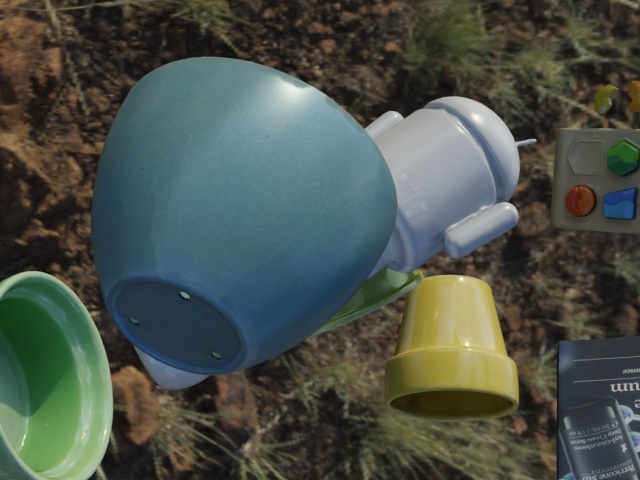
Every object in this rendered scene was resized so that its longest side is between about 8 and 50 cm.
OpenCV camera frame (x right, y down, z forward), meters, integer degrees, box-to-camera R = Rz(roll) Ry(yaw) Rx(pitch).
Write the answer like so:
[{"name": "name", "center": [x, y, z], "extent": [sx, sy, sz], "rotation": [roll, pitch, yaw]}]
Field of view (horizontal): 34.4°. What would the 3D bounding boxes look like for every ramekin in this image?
[{"name": "ramekin", "center": [-0.431, 0.206, 1.437], "extent": [0.303, 0.148, 0.303], "rotation": [-14, 90, -73]}]

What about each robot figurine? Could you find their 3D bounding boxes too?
[{"name": "robot figurine", "center": [0.161, -0.087, 1.582], "extent": [0.353, 0.300, 0.200], "rotation": [-35, 149, -18]}]

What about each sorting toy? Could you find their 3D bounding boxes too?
[{"name": "sorting toy", "center": [0.581, -0.172, 2.120], "extent": [0.041, 0.229, 0.307], "rotation": [-1, 95, -53]}]

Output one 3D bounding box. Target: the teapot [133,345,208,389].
[{"name": "teapot", "center": [-0.210, 0.110, 1.684], "extent": [0.187, 0.256, 0.252], "rotation": [-23, 141, 1]}]

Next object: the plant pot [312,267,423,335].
[{"name": "plant pot", "center": [0.000, 0.000, 1.759], "extent": [0.276, 0.276, 0.254], "rotation": [-26, 95, -30]}]

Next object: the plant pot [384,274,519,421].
[{"name": "plant pot", "center": [0.250, 0.204, 1.980], "extent": [0.254, 0.254, 0.239], "rotation": [21, 61, -37]}]

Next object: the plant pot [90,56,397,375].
[{"name": "plant pot", "center": [-0.095, 0.006, 0.951], "extent": [0.290, 0.290, 0.195], "rotation": [53, 43, -30]}]

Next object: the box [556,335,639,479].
[{"name": "box", "center": [0.439, 0.316, 1.225], "extent": [0.395, 0.293, 0.212], "rotation": [-76, 152, -48]}]
